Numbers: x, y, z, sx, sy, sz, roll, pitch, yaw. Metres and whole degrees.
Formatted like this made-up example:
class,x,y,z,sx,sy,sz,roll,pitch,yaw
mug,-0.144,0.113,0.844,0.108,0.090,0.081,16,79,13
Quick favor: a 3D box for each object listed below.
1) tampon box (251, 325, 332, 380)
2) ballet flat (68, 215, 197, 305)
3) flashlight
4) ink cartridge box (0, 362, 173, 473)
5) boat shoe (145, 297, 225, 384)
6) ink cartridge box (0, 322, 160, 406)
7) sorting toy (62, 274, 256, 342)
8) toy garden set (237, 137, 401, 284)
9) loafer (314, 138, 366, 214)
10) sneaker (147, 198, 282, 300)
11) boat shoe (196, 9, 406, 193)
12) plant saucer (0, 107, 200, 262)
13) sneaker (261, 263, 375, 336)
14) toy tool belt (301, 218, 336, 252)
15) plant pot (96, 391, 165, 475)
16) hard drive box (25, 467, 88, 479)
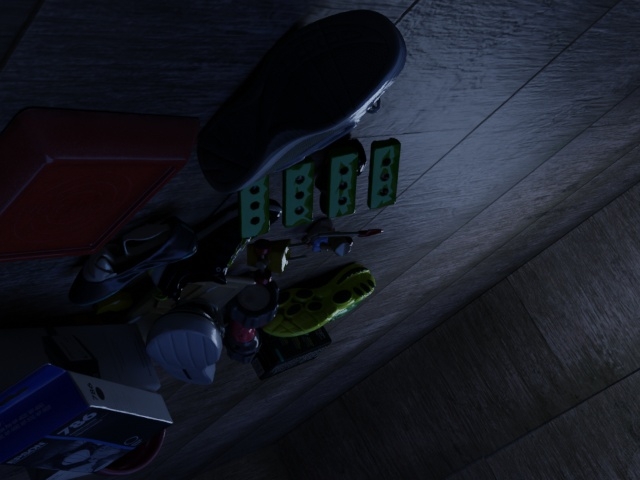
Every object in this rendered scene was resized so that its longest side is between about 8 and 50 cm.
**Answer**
class,x,y,z,sx,sy,sz,roll,pitch,yaw
tampon box,-0.082,0.225,2.140,0.161,0.120,0.101,-17,159,-38
ballet flat,-0.271,0.022,1.302,0.203,0.074,0.074,-24,165,4
flashlight,-0.144,0.165,1.864,0.103,0.103,0.304,-60,174,-28
ink cartridge box,-0.365,0.271,1.385,0.165,0.065,0.333,-33,156,8
boat shoe,-0.220,0.150,1.563,0.121,0.119,0.335,9,160,-5
ink cartridge box,-0.447,0.241,1.476,0.223,0.129,0.307,-40,155,30
sorting toy,-0.278,0.108,1.600,0.229,0.041,0.307,-37,156,23
toy garden set,-0.008,-0.047,1.387,0.244,0.049,0.203,-13,130,-18
loafer,0.017,-0.094,1.458,0.061,0.062,0.170,-15,150,-23
sneaker,-0.153,0.022,1.432,0.235,0.097,0.084,-27,164,-8
boat shoe,-0.017,-0.159,1.100,0.320,0.118,0.103,-37,169,38
plant saucer,-0.289,-0.049,1.073,0.259,0.047,0.258,-38,162,31
sneaker,-0.008,0.150,2.061,0.296,0.109,0.123,-20,158,-31
toy tool belt,0.000,0.000,1.718,0.052,0.051,0.083,-15,159,-42
plant pot,-0.438,0.373,1.882,0.201,0.201,0.180,-16,176,-39
hard drive box,-0.540,0.473,2.162,0.181,0.089,0.232,-34,163,14
